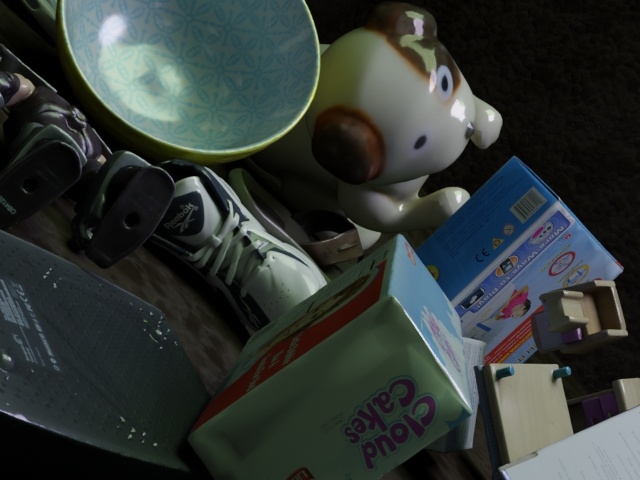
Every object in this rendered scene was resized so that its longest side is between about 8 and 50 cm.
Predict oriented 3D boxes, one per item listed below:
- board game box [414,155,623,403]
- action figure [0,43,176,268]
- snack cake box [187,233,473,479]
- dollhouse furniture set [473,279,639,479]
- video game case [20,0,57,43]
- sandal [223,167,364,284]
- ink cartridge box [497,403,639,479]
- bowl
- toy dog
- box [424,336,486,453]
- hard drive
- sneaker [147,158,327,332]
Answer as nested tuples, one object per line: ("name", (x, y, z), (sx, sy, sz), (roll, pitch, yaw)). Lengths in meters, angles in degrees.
("board game box", (0.214, 0.074, 1.470), (0.086, 0.308, 0.302), (51, 10, 32))
("action figure", (-0.205, -0.061, 0.867), (0.185, 0.099, 0.285), (36, 1, -24))
("snack cake box", (0.016, 0.088, 0.782), (0.089, 0.152, 0.264), (55, 9, -4))
("dollhouse furniture set", (0.206, 0.201, 1.287), (0.303, 0.198, 0.286), (5, 68, -46))
("video game case", (-0.360, -0.333, 1.339), (0.183, 0.023, 0.201), (52, 6, -29))
("sandal", (0.000, 0.000, 1.475), (0.303, 0.086, 0.120), (41, 13, -34))
("ink cartridge box", (0.302, 0.326, 1.089), (0.307, 0.072, 0.304), (-9, 67, -46))
("bowl", (-0.162, -0.196, 1.263), (0.289, 0.289, 0.156), (47, -33, -2))
("toy dog", (0.058, -0.177, 1.516), (0.395, 0.285, 0.408), (38, -11, -13))
("box", (0.129, 0.165, 1.269), (0.072, 0.126, 0.137), (7, -5, 21))
("hard drive", (-0.152, 0.076, 0.681), (0.172, 0.054, 0.254), (55, 12, 33))
("sneaker", (-0.097, 0.003, 1.068), (0.235, 0.094, 0.153), (53, 13, 27))
